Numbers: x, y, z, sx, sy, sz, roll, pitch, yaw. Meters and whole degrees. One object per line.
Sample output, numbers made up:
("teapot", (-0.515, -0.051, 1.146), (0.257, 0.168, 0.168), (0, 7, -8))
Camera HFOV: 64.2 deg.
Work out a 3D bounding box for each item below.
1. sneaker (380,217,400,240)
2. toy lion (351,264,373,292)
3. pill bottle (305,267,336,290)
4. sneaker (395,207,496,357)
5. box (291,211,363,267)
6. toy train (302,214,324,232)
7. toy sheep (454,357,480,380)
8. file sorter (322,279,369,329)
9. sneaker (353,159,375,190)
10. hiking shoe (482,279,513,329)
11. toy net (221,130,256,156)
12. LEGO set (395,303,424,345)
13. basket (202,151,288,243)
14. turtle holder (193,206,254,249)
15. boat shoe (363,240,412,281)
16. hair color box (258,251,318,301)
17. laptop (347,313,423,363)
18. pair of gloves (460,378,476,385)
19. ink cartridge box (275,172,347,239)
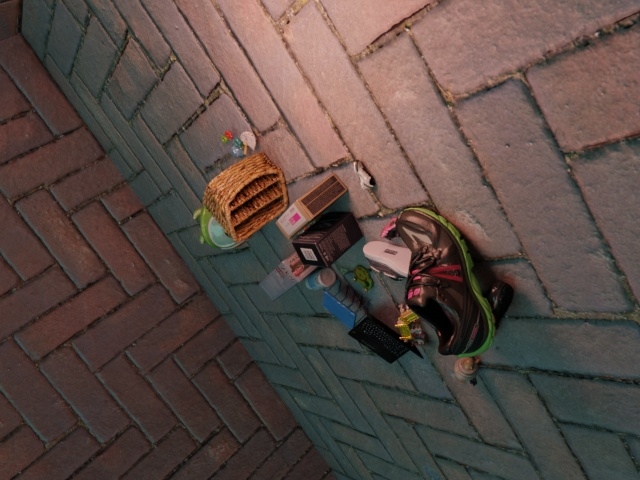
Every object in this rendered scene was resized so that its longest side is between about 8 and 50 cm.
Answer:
("sneaker", (0.246, -0.033, 1.703), (0.057, 0.047, 0.119), (29, 152, -6))
("toy lion", (0.169, 0.147, 2.018), (0.100, 0.034, 0.096), (43, 142, 13))
("pill bottle", (-0.004, 0.171, 2.220), (0.087, 0.087, 0.160), (54, 151, -6))
("sneaker", (0.335, 0.112, 1.497), (0.185, 0.202, 0.482), (117, 135, -58))
("box", (0.027, -0.006, 1.856), (0.153, 0.207, 0.108), (4, 127, 54))
("toy train", (-0.019, -0.063, 2.027), (0.166, 0.046, 0.125), (1, 152, 41))
("toy sheep", (0.521, 0.459, 1.825), (0.091, 0.091, 0.132), (34, 147, 27))
("file sorter", (0.108, 0.266, 2.155), (0.170, 0.104, 0.118), (37, 149, 24))
("sneaker", (0.142, -0.214, 1.644), (0.044, 0.040, 0.109), (-8, 122, 38))
("hiking shoe", (0.489, 0.215, 1.566), (0.132, 0.113, 0.304), (35, 147, 25))
("toy net", (-0.315, -0.402, 2.048), (0.232, 0.045, 0.122), (-8, 115, 55))
("LEGO set", (0.345, 0.267, 1.878), (0.132, 0.107, 0.286), (8, 136, 2))
("basket", (-0.270, -0.176, 1.981), (0.223, 0.299, 0.213), (49, 149, 7))
("turtle holder", (-0.423, -0.113, 2.374), (0.228, 0.243, 0.320), (10, 93, 30))
("boat shoe", (0.268, 0.091, 1.739), (0.301, 0.108, 0.102), (19, 138, 46))
("hair color box", (-0.125, 0.137, 2.247), (0.113, 0.185, 0.374), (50, 151, 1))
("laptop", (0.252, 0.417, 2.033), (0.234, 0.136, 0.264), (36, 131, -5))
("pair of gloves", (0.549, 0.513, 1.926), (0.083, 0.010, 0.074), (2, 124, 50))
("ink cartridge box", (-0.035, -0.121, 1.827), (0.088, 0.193, 0.235), (51, 150, -1))
